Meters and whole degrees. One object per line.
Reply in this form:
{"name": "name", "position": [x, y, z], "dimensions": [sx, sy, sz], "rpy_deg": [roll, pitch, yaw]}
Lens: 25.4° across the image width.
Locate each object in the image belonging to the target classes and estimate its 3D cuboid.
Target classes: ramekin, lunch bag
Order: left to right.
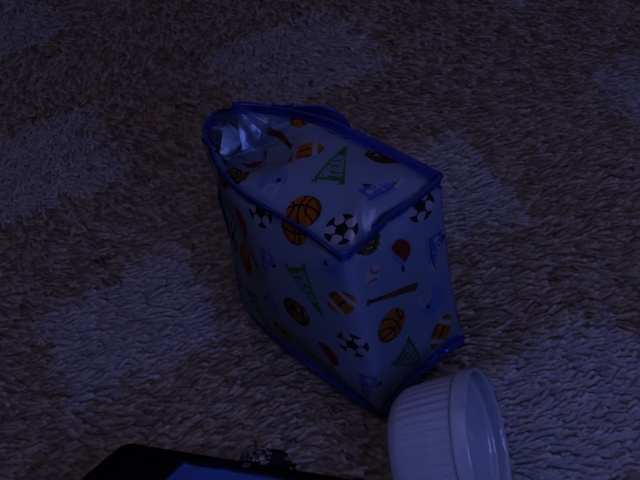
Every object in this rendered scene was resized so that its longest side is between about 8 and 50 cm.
{"name": "lunch bag", "position": [0.000, 0.000, 2.006], "dimensions": [0.239, 0.328, 0.385], "rpy_deg": [-37, 45, -28]}
{"name": "ramekin", "position": [0.161, 0.269, 1.775], "dimensions": [0.109, 0.207, 0.207], "rpy_deg": [-12, 42, 19]}

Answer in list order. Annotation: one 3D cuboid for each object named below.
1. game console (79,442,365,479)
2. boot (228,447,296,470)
{"name": "game console", "position": [-0.158, 0.353, 1.691], "dimensions": [0.387, 0.060, 0.342], "rpy_deg": [6, 27, 24]}
{"name": "boot", "position": [-0.020, 0.342, 1.835], "dimensions": [0.236, 0.085, 0.178], "rpy_deg": [-11, 40, 3]}
